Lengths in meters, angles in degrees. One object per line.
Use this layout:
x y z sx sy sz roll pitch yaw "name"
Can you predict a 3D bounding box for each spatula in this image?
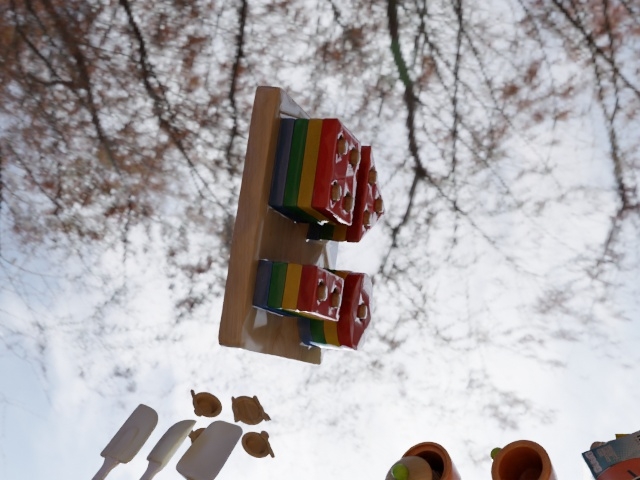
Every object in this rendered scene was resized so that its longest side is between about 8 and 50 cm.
-0.206 0.284 1.026 0.242 0.168 0.019 -54 -38 -40 "spatula"

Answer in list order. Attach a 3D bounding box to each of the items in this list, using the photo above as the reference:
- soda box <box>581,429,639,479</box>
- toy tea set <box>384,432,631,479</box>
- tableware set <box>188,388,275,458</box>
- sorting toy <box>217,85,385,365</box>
0.269 0.240 0.713 0.058 0.183 0.063 -22 -44 -2 "soda box"
0.213 0.296 1.037 0.124 0.336 0.200 50 -137 -39 "toy tea set"
-0.155 0.316 1.588 0.168 0.141 0.020 10 -51 -28 "tableware set"
0.000 0.000 0.986 0.255 0.089 0.257 32 -116 -69 "sorting toy"
